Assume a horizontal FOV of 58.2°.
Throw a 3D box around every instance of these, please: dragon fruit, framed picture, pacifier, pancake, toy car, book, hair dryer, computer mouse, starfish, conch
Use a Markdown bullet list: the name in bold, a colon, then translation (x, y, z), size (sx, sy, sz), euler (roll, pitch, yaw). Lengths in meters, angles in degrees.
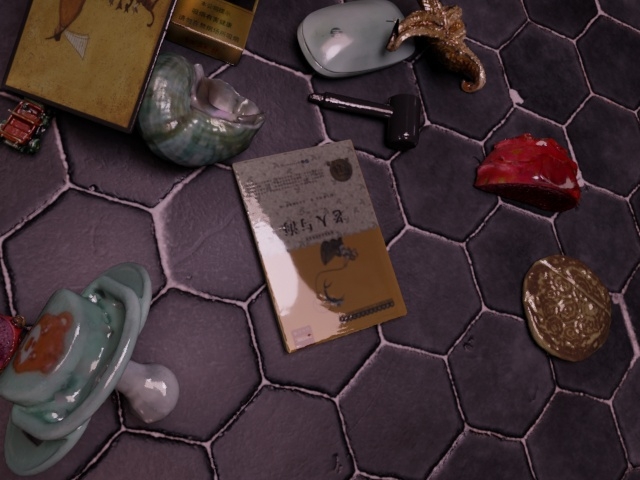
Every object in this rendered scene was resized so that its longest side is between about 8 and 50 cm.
- **dragon fruit**: translation (-0.516, 0.170, 0.909), size (0.112, 0.068, 0.126), euler (17, 76, 14)
- **framed picture**: translation (-0.371, -0.374, 0.953), size (0.256, 0.014, 0.338), euler (21, 94, 9)
- **pacifier**: translation (-0.327, 0.208, 0.894), size (0.269, 0.288, 0.343), euler (37, 71, -37)
- **pancake**: translation (0.563, 0.155, 1.312), size (0.250, 0.031, 0.249), euler (5, 76, -19)
- **toy car**: translation (-0.503, -0.222, 1.005), size (0.073, 0.054, 0.143), euler (27, 70, -10)
- **book**: translation (0.000, 0.000, 1.147), size (0.269, 0.032, 0.388), euler (-16, 83, -21)
- **hair dryer**: translation (0.095, -0.269, 1.223), size (0.248, 0.070, 0.114), euler (8, 76, -14)
- **dragon fruit**: translation (0.500, -0.151, 1.305), size (0.262, 0.189, 0.162), euler (16, 104, -20)
- **computer mouse**: translation (0.085, -0.444, 1.239), size (0.289, 0.097, 0.159), euler (-23, 85, -22)
- **starfish**: translation (0.259, -0.436, 1.251), size (0.303, 0.113, 0.311), euler (-6, 66, -47)
- **conch**: translation (-0.249, -0.242, 1.045), size (0.277, 0.195, 0.220), euler (21, 51, 9)

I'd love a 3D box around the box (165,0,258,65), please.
- **box**: translation (-0.205, -0.493, 1.160), size (0.160, 0.071, 0.240), euler (16, 73, -13)
